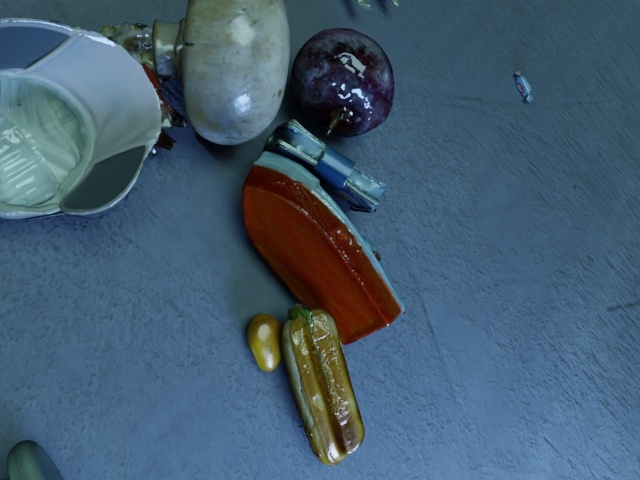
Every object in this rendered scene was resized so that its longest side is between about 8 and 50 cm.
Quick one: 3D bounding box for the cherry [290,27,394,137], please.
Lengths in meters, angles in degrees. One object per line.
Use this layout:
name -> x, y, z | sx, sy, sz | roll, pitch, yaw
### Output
cherry -> 0.036, -0.282, 0.887 | 0.195, 0.195, 0.195 | 8, 72, -26

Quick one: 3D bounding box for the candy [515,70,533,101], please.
candy -> 0.507, -0.385, 1.260 | 0.030, 0.020, 0.083 | -22, 86, -33

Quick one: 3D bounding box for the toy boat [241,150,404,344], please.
toy boat -> 0.000, 0.000, 0.810 | 0.332, 0.145, 0.133 | 51, 36, -9

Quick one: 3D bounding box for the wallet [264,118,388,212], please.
wallet -> 0.009, -0.121, 0.845 | 0.202, 0.141, 0.059 | 34, 88, -16

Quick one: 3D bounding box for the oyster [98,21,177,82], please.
oyster -> -0.274, -0.284, 0.789 | 0.148, 0.051, 0.103 | -6, 96, -29

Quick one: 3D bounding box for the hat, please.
hat -> -0.334, -0.143, 0.615 | 0.275, 0.161, 0.232 | -26, 118, 6

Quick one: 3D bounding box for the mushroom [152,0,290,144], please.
mushroom -> -0.144, -0.242, 0.723 | 0.195, 0.254, 0.189 | 2, 56, -13

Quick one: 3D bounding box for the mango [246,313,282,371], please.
mango -> -0.084, 0.156, 0.769 | 0.060, 0.046, 0.089 | -5, 89, -37

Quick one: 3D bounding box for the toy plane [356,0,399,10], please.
toy plane -> 0.075, -0.591, 1.045 | 0.244, 0.092, 0.229 | 21, 69, -21

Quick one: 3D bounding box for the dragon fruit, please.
dragon fruit -> -0.276, -0.190, 0.717 | 0.130, 0.142, 0.121 | 24, 50, 27

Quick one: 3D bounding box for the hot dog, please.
hot dog -> -0.003, 0.214, 0.774 | 0.104, 0.076, 0.250 | -21, 95, -38

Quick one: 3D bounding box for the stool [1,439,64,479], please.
stool -> -0.336, 0.337, 0.492 | 0.198, 0.195, 0.195 | -31, 91, -29
